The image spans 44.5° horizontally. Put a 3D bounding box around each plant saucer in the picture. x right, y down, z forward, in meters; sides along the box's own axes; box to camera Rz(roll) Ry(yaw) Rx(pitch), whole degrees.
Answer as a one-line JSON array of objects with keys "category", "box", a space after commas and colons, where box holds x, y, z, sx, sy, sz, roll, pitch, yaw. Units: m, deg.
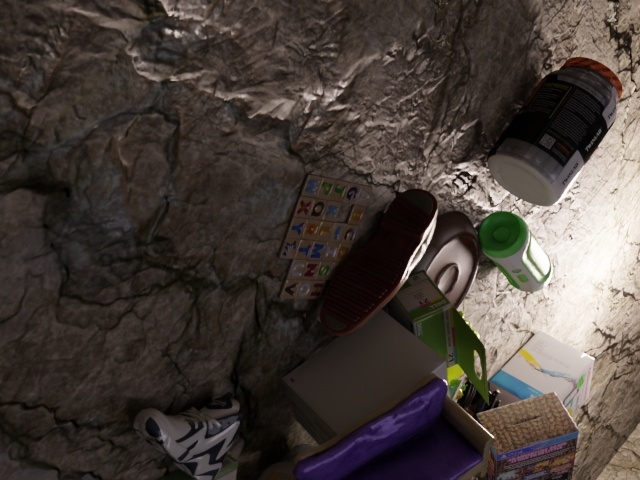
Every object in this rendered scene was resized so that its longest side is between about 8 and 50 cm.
[{"category": "plant saucer", "box": [0.277, 0.084, 1.802, 0.310, 0.050, 0.310, -29, 134, -36]}]

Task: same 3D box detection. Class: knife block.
[{"category": "knife block", "box": [0.397, 0.526, 2.193, 0.276, 0.088, 0.242, -42, 139, -24]}]

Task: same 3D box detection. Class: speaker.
[{"category": "speaker", "box": [0.491, 0.032, 1.957, 0.131, 0.131, 0.296, -58, 143, -5]}]

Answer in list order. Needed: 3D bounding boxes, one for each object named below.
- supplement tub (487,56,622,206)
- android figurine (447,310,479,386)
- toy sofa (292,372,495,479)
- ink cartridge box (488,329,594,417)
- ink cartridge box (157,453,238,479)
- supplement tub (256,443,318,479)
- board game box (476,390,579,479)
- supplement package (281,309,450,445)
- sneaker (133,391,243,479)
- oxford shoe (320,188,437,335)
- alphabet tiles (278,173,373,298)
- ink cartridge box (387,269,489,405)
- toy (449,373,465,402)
[{"category": "supplement tub", "box": [0.537, -0.250, 1.774, 0.316, 0.193, 0.193, -53, 143, -11]}, {"category": "android figurine", "box": [0.312, 0.300, 1.976, 0.248, 0.056, 0.273, -23, 131, -40]}, {"category": "toy sofa", "box": [0.129, 0.410, 1.399, 0.362, 0.150, 0.177, -25, 134, -24]}, {"category": "ink cartridge box", "box": [0.667, 0.454, 2.376, 0.270, 0.197, 0.198, -37, 137, -29]}, {"category": "ink cartridge box", "box": [-0.244, 0.523, 1.455, 0.171, 0.056, 0.235, -16, 122, -45]}, {"category": "supplement tub", "box": [-0.067, 0.589, 1.524, 0.331, 0.241, 0.241, -46, 142, -39]}, {"category": "board game box", "box": [0.562, 0.588, 2.156, 0.232, 0.141, 0.291, -14, 130, -7]}, {"category": "supplement package", "box": [0.094, 0.300, 1.559, 0.262, 0.204, 0.145, -34, 135, -20]}, {"category": "sneaker", "box": [-0.210, 0.305, 1.328, 0.153, 0.094, 0.235, -55, 136, -23]}, {"category": "oxford shoe", "box": [0.130, 0.063, 1.546, 0.348, 0.123, 0.130, -49, 151, -18]}, {"category": "alphabet tiles", "box": [0.000, 0.000, 1.448, 0.198, 0.009, 0.237, 5, 108, -52]}, {"category": "ink cartridge box", "box": [0.239, 0.213, 1.614, 0.097, 0.255, 0.189, -22, 130, -11]}, {"category": "toy", "box": [0.285, 0.429, 1.915, 0.237, 0.056, 0.137, -46, 153, -41]}]
